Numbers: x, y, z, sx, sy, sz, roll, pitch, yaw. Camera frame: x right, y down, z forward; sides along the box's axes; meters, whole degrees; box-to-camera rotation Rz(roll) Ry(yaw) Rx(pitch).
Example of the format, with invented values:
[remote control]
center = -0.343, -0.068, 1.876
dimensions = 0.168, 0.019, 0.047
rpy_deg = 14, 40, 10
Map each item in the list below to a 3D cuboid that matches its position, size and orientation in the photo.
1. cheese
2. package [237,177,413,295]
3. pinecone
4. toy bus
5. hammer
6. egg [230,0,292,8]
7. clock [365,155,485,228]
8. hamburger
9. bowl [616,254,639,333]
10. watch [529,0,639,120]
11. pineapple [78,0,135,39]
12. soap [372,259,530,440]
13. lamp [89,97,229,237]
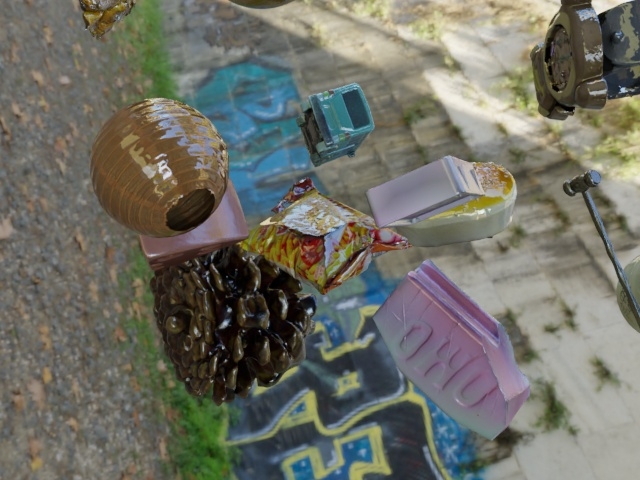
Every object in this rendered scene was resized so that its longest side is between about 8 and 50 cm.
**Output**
[cheese]
center = -0.249, -0.031, 1.112
dimensions = 0.177, 0.203, 0.128
rpy_deg = -2, 75, -72
[package]
center = -0.006, 0.003, 1.281
dimensions = 0.288, 0.223, 0.108
rpy_deg = 28, -44, 38
[pinecone]
center = -0.190, 0.143, 1.526
dimensions = 0.398, 0.398, 0.397
rpy_deg = 166, -90, -86
[toy bus]
center = 0.032, -0.262, 1.604
dimensions = 0.256, 0.147, 0.128
rpy_deg = 144, -73, -82
[hammer]
center = 0.461, 0.031, 1.081
dimensions = 0.058, 0.029, 0.292
rpy_deg = -30, -99, 59
[egg]
center = -0.117, -0.566, 1.307
dimensions = 0.322, 0.250, 0.250
rpy_deg = 20, -54, 62
[clock]
center = 0.174, -0.075, 1.115
dimensions = 0.197, 0.150, 0.063
rpy_deg = -7, 75, -67
[hamburger]
center = 0.304, -0.087, 1.613
dimensions = 0.227, 0.295, 0.151
rpy_deg = -76, 157, -64
[bowl]
center = 0.816, 0.111, 1.600
dimensions = 0.126, 0.238, 0.237
rpy_deg = 49, 22, -64
[watch]
center = 0.723, -0.451, 1.683
dimensions = 0.335, 0.327, 0.314
rpy_deg = 110, -27, -81
[pineapple]
center = -0.264, -0.346, 0.822
dimensions = 0.225, 0.076, 0.224
rpy_deg = 170, -90, -79
[soap]
center = 0.256, 0.217, 1.338
dimensions = 0.324, 0.109, 0.193
rpy_deg = 42, -55, 11
[lamp]
center = -0.155, -0.070, 0.672
dimensions = 0.136, 0.136, 0.136
rpy_deg = 166, -90, -86
